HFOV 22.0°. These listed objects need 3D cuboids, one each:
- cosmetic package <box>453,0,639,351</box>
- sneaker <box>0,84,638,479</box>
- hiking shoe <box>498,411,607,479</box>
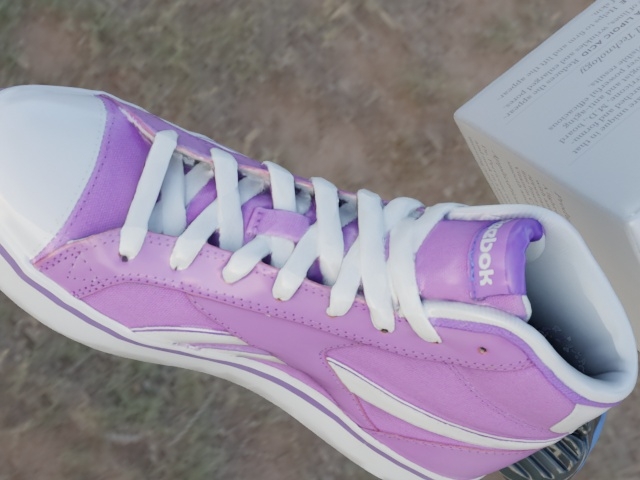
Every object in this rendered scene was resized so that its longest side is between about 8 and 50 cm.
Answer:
[{"bbox_3d":[0.205,-0.035,0.950,0.151,0.183,0.151,-38,125,-7],"label":"cosmetic package"},{"bbox_3d":[0.000,-0.001,0.645,0.282,0.161,0.102,26,60,-22],"label":"sneaker"},{"bbox_3d":[0.208,0.075,1.391,0.113,0.132,0.304,21,69,14],"label":"hiking shoe"}]
